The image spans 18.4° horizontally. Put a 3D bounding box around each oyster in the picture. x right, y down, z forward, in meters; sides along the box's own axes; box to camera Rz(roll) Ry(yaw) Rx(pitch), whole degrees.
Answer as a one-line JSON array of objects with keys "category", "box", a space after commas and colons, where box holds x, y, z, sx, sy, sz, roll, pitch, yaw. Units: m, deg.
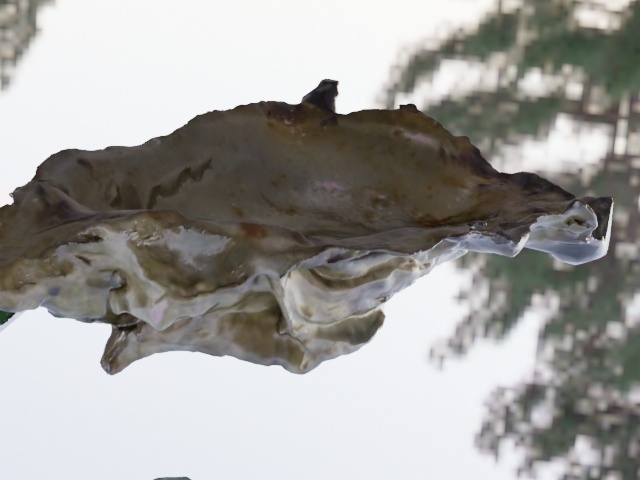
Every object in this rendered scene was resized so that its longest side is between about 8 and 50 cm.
[{"category": "oyster", "box": [-0.005, 0.003, 1.018, 0.221, 0.096, 0.361, 14, -158, 33]}]

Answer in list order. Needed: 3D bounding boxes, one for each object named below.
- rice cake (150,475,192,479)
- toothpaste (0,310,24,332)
[{"category": "rice cake", "box": [-0.181, 0.193, 1.242, 0.226, 0.040, 0.085, -8, 155, -34]}, {"category": "toothpaste", "box": [-0.309, 0.083, 1.654, 0.178, 0.043, 0.037, -41, 176, -6]}]
